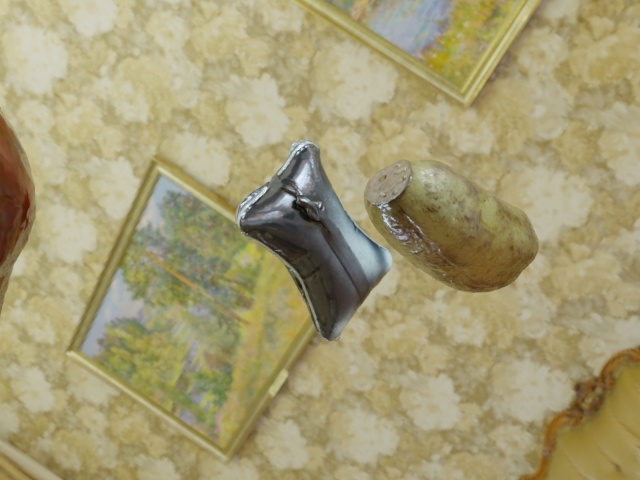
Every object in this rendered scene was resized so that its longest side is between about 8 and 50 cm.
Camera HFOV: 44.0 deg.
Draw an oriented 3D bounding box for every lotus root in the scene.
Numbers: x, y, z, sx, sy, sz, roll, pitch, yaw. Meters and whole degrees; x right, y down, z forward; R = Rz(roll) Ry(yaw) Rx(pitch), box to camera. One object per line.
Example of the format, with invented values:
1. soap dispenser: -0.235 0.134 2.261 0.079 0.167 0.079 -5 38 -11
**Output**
1. lotus root: 0.124 -0.007 0.736 0.258 0.110 0.097 21 -120 -49

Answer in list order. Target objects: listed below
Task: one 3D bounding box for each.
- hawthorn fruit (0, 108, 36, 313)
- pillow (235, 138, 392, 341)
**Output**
1. hawthorn fruit: -0.222 -0.014 0.294 0.185 0.202 0.185 -52 -17 -23
2. pillow: -0.002 0.000 0.594 0.055 0.135 0.091 -19 31 29
